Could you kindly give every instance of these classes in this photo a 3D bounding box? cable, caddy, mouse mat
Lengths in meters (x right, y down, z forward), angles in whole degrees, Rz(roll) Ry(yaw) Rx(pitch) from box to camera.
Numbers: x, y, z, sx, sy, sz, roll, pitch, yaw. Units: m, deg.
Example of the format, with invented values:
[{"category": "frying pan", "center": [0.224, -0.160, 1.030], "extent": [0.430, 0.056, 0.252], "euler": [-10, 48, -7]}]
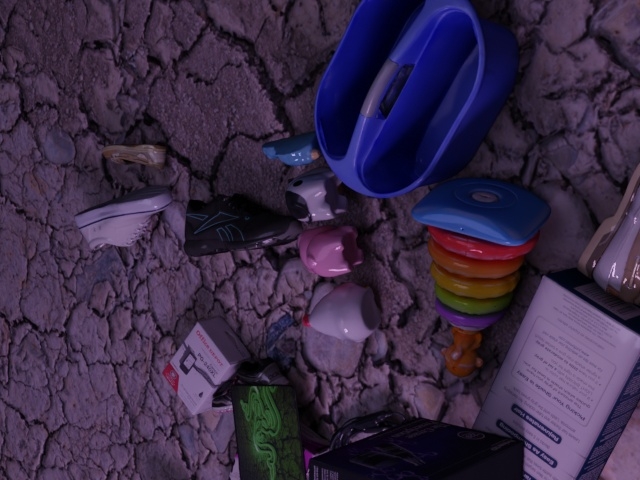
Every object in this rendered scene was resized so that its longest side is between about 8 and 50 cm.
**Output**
[{"category": "cable", "center": [0.090, 0.365, 1.823], "extent": [0.184, 0.047, 0.150], "euler": [-26, 85, 35]}, {"category": "caddy", "center": [0.129, -0.226, 1.618], "extent": [0.241, 0.179, 0.341], "euler": [41, 119, 26]}, {"category": "mouse mat", "center": [-0.091, 0.341, 1.890], "extent": [0.153, 0.007, 0.189], "euler": [-6, 90, 39]}]

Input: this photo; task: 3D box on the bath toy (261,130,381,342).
[{"category": "bath toy", "center": [0.000, 0.000, 1.778], "extent": [0.129, 0.151, 0.348], "euler": [-11, 99, 27]}]

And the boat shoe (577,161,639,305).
[{"category": "boat shoe", "center": [0.456, -0.048, 1.437], "extent": [0.103, 0.113, 0.302], "euler": [42, 130, 25]}]

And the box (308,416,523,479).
[{"category": "box", "center": [0.135, 0.332, 1.506], "extent": [0.184, 0.261, 0.103], "euler": [10, 102, 39]}]

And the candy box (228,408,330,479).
[{"category": "candy box", "center": [-0.080, 0.428, 1.942], "extent": [0.159, 0.071, 0.233], "euler": [30, 112, 32]}]

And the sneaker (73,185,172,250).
[{"category": "sneaker", "center": [-0.366, -0.040, 2.104], "extent": [0.258, 0.094, 0.091], "euler": [-13, 107, 43]}]

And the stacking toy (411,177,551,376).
[{"category": "stacking toy", "center": [0.226, 0.071, 1.618], "extent": [0.175, 0.166, 0.301], "euler": [15, 117, 24]}]

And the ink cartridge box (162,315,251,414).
[{"category": "ink cartridge box", "center": [-0.211, 0.229, 2.022], "extent": [0.109, 0.063, 0.150], "euler": [49, 123, 22]}]

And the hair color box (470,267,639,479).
[{"category": "hair color box", "center": [0.341, 0.231, 1.561], "extent": [0.174, 0.105, 0.347], "euler": [35, 116, 32]}]

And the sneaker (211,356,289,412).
[{"category": "sneaker", "center": [-0.133, 0.257, 1.968], "extent": [0.170, 0.063, 0.074], "euler": [-28, 79, 32]}]

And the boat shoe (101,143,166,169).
[{"category": "boat shoe", "center": [-0.357, -0.159, 2.090], "extent": [0.153, 0.056, 0.048], "euler": [2, 93, 31]}]

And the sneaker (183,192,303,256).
[{"category": "sneaker", "center": [-0.146, -0.031, 1.912], "extent": [0.267, 0.101, 0.106], "euler": [-6, 90, 38]}]
